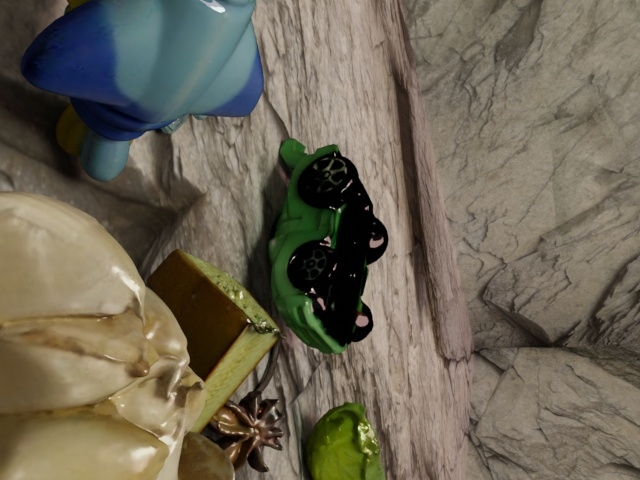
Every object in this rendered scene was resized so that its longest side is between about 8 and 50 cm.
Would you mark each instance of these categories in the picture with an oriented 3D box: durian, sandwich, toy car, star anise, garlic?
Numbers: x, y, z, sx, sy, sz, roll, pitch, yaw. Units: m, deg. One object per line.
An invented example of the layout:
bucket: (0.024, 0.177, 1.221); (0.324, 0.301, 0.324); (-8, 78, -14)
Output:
durian: (0.045, 0.381, 1.035); (0.101, 0.139, 0.250); (-59, 140, -64)
sandwich: (-0.155, 0.141, 0.625); (0.236, 0.128, 0.122); (-50, 153, 5)
toy car: (0.000, 0.000, 0.975); (0.213, 0.176, 0.359); (55, 41, -50)
star anise: (-0.116, 0.218, 0.836); (0.148, 0.218, 0.227); (47, -11, -12)
garlic: (-0.187, 0.106, 0.453); (0.185, 0.203, 0.281); (23, 59, -86)

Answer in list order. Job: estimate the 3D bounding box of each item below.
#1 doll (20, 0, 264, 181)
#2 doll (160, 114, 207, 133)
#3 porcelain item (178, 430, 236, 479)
doll: (-0.136, -0.231, 0.487); (0.376, 0.187, 0.366); (-165, -103, -71)
doll: (-0.156, -0.214, 0.747); (0.180, 0.075, 0.120); (-75, 147, -41)
porcelain item: (-0.120, 0.247, 0.598); (0.054, 0.084, 0.213); (-53, 168, -27)
